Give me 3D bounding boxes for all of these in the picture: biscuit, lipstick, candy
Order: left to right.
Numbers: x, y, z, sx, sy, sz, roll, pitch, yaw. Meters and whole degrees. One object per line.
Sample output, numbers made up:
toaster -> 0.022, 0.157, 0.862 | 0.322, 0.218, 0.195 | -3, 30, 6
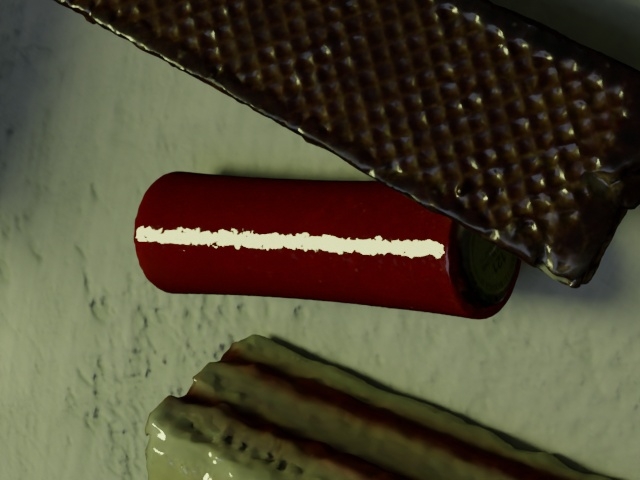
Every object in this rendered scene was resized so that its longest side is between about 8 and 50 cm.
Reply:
lipstick -> 0.000, 0.000, 0.972 | 0.241, 0.080, 0.080 | 3, 117, 38
biscuit -> 0.002, -0.108, 0.878 | 0.388, 0.073, 0.107 | 30, 94, 21
candy -> 0.049, 0.203, 1.021 | 0.320, 0.135, 0.179 | 21, 129, 27
